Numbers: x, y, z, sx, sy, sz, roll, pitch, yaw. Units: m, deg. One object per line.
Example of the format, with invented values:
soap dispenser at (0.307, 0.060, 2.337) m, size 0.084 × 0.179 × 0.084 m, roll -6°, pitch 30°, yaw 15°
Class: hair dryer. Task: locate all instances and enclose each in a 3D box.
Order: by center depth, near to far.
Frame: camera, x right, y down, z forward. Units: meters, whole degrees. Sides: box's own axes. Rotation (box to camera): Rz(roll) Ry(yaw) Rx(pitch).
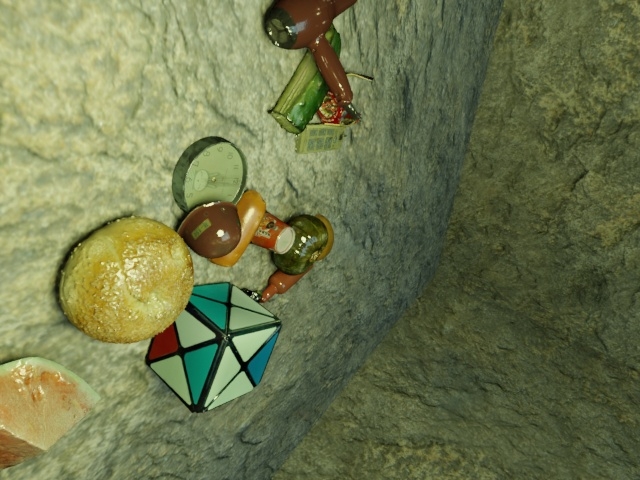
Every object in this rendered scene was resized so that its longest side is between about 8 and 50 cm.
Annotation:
hair dryer at (0.044, -0.477, 1.047) m, size 0.312 × 0.123 × 0.341 m, roll -40°, pitch 108°, yaw -34°

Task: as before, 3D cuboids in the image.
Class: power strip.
power strip at (0.013, -0.340, 1.346) m, size 0.268 × 0.034 × 0.092 m, roll -22°, pitch 131°, yaw -51°

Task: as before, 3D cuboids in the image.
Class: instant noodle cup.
instant noodle cup at (-0.154, -0.024, 1.233) m, size 0.127 × 0.135 × 0.127 m, roll -38°, pitch 142°, yaw -38°

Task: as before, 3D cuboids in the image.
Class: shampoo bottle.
shampoo bottle at (-0.131, 0.137, 1.470) m, size 0.244 × 0.085 × 0.086 m, roll -41°, pitch 145°, yaw -31°

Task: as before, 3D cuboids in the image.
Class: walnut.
walnut at (0.002, 0.002, 1.566) m, size 0.167 × 0.087 × 0.211 m, roll -51°, pitch 150°, yaw -29°

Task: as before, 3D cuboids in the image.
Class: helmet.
helmet at (-0.269, -0.007, 1.023) m, size 0.175 × 0.106 × 0.155 m, roll -30°, pitch 159°, yaw 5°

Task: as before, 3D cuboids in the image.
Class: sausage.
sausage at (-0.229, -0.031, 1.152) m, size 0.238 × 0.098 × 0.098 m, roll -61°, pitch 152°, yaw 0°

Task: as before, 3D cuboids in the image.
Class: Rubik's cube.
Rubik's cube at (-0.294, 0.284, 1.149) m, size 0.246 × 0.248 × 0.250 m, roll 1°, pitch 114°, yaw -60°

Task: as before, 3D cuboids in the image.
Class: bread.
bread at (-0.404, 0.099, 0.902) m, size 0.305 × 0.158 × 0.306 m, roll -40°, pitch 145°, yaw -35°

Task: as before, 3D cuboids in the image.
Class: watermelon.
watermelon at (-0.598, 0.339, 0.788) m, size 0.256 × 0.175 × 0.260 m, roll -50°, pitch 128°, yaw -37°

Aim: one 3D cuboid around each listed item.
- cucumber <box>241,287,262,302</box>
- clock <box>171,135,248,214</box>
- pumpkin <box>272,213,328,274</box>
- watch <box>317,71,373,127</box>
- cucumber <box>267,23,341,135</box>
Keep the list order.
cucumber at (-0.291, 0.294, 1.344) m, size 0.304 × 0.072 × 0.081 m, roll -62°, pitch 152°, yaw -1°
clock at (-0.270, -0.152, 1.031) m, size 0.215 × 0.041 × 0.215 m, roll -40°, pitch 144°, yaw -37°
pumpkin at (-0.072, 0.013, 1.382) m, size 0.224 × 0.157 × 0.224 m, roll -50°, pitch 164°, yaw -20°
watch at (0.089, -0.455, 1.320) m, size 0.268 × 0.102 × 0.165 m, roll -28°, pitch 127°, yaw -51°
cucumber at (-0.013, -0.451, 1.146) m, size 0.326 × 0.105 × 0.145 m, roll -63°, pitch 151°, yaw -6°
